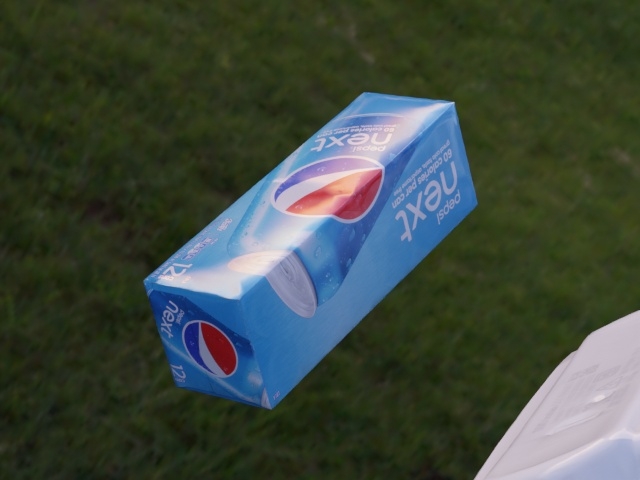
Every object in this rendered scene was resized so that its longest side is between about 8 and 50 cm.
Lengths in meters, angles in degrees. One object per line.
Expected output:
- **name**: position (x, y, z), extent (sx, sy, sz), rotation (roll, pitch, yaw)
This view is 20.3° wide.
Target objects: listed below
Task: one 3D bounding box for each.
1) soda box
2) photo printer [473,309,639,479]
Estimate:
- **soda box**: position (0.000, 0.000, 0.974), extent (0.067, 0.071, 0.210), rotation (9, 37, 36)
- **photo printer**: position (0.193, 0.198, 0.820), extent (0.307, 0.107, 0.256), rotation (64, 23, -4)
